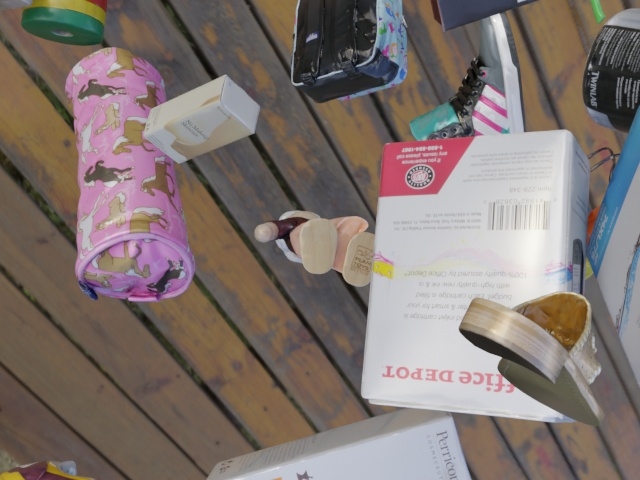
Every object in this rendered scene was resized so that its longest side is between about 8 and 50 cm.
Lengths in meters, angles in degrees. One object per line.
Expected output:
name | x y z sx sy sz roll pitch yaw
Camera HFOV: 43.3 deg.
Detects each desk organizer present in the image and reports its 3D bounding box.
desk organizer | 0.190 -0.284 0.911 0.130 0.050 0.047 -18 119 2

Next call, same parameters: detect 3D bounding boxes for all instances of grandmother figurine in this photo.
grandmother figurine | 0.000 0.000 1.245 0.207 0.342 0.104 26 90 -15

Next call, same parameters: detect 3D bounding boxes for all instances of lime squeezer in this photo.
lime squeezer | 0.487 -0.581 1.615 0.058 0.310 0.110 -31 159 -22

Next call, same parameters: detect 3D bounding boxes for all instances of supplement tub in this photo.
supplement tub | 0.569 -0.229 1.188 0.193 0.316 0.194 -18 120 -34

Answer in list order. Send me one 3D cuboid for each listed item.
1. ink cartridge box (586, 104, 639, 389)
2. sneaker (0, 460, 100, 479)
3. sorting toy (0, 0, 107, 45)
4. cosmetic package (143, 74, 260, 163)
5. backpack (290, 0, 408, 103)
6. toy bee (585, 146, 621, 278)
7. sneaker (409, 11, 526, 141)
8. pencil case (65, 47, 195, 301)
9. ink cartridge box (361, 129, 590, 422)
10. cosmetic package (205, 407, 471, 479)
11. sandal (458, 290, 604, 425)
ink cartridge box | 0.406 0.019 0.778 0.198 0.270 0.197 9 122 0
sneaker | -0.159 0.201 0.535 0.083 0.185 0.070 -12 119 -40
sorting toy | -0.239 -0.155 0.386 0.274 0.132 0.046 11 84 -61
cosmetic package | -0.129 -0.129 0.873 0.115 0.041 0.060 -17 141 34
backpack | 0.060 -0.414 1.612 0.191 0.225 0.254 18 66 -53
toy bee | 0.423 -0.014 1.078 0.162 0.195 0.298 52 48 -9
sneaker | 0.229 -0.219 1.293 0.178 0.124 0.296 -8 111 9
pencil case | -0.277 -0.098 1.147 0.167 0.386 0.160 -32 143 22
ink cartridge box | 0.181 0.042 0.923 0.131 0.226 0.307 22 71 -60
cosmetic package | 0.043 0.464 1.442 0.452 0.161 0.230 -17 89 3
sandal | 0.174 0.071 0.594 0.079 0.088 0.240 -61 146 -8
